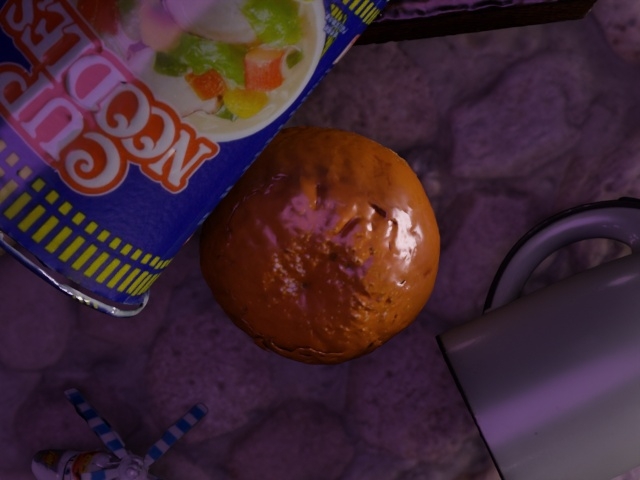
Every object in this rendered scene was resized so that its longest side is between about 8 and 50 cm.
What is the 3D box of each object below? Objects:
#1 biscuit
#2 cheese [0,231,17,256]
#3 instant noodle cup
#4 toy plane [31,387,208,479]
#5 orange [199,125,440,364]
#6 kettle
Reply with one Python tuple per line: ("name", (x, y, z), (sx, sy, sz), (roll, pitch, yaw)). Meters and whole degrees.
("biscuit", (0.107, -0.205, 1.274), (0.252, 0.106, 0.070), (-7, 89, 3))
("cheese", (-0.341, 0.009, 1.336), (0.127, 0.054, 0.251), (41, 95, 0))
("instant noodle cup", (-0.116, -0.148, 1.148), (0.312, 0.284, 0.284), (-42, 90, 11))
("toy plane", (-0.110, 0.236, 1.332), (0.273, 0.107, 0.182), (16, 50, -16))
("orange", (0.000, 0.000, 1.266), (0.193, 0.161, 0.193), (1, 106, 2))
("kettle", (0.220, 0.077, 1.269), (0.236, 0.161, 0.221), (-25, 61, 4))
